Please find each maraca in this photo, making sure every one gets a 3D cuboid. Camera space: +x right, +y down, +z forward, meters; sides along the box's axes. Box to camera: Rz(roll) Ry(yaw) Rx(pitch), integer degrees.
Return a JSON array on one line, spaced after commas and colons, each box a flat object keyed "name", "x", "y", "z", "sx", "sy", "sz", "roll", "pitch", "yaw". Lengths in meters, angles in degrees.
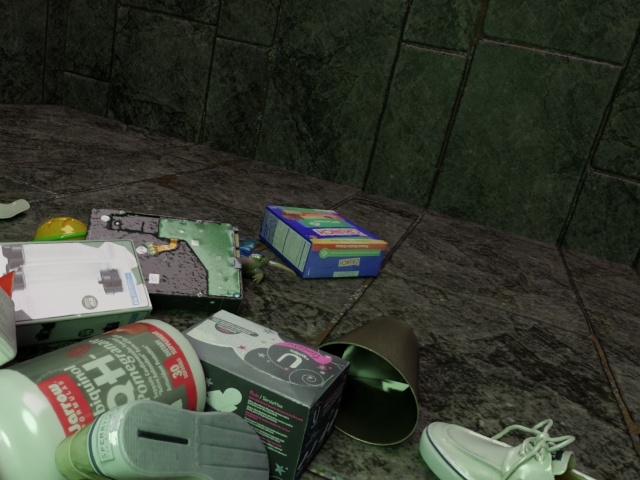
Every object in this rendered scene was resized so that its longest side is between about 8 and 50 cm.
[{"name": "maraca", "x": -0.623, "y": -0.004, "z": 1.266, "sx": 0.186, "sy": 0.099, "sz": 0.127, "roll": -7, "pitch": 0, "yaw": 37}]

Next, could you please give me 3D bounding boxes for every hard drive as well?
[{"name": "hard drive", "x": -0.350, "y": 0.045, "z": 1.197, "sx": 0.339, "sy": 0.064, "sz": 0.236, "roll": 5, "pitch": 47, "yaw": -19}]

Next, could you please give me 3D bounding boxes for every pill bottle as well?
[{"name": "pill bottle", "x": -0.307, "y": 0.220, "z": 0.646, "sx": 0.176, "sy": 0.176, "sz": 0.319, "roll": 22, "pitch": 20, "yaw": 26}]

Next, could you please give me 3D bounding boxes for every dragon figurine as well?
[{"name": "dragon figurine", "x": -0.205, "y": 0.047, "z": 1.411, "sx": 0.289, "sy": 0.085, "sz": 0.144, "roll": 2, "pitch": 21, "yaw": -27}]

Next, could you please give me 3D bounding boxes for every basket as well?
[{"name": "basket", "x": 0.097, "y": 0.229, "z": 0.962, "sx": 0.204, "sy": 0.154, "sz": 0.227, "roll": 33, "pitch": 17, "yaw": 11}]

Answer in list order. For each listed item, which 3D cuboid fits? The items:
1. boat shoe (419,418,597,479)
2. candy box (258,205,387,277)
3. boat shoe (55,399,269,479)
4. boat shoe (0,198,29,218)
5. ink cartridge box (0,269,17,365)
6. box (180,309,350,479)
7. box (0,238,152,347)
[{"name": "boat shoe", "x": 0.325, "y": 0.335, "z": 0.770, "sx": 0.367, "sy": 0.156, "sz": 0.136, "roll": 25, "pitch": 21, "yaw": 33}, {"name": "candy box", "x": 0.000, "y": 0.000, "z": 1.646, "sx": 0.268, "sy": 0.122, "sz": 0.317, "roll": 2, "pitch": 22, "yaw": -33}, {"name": "boat shoe", "x": -0.165, "y": 0.253, "z": 0.627, "sx": 0.094, "sy": 0.302, "sz": 0.109, "roll": -18, "pitch": 53, "yaw": 19}, {"name": "boat shoe", "x": -0.840, "y": -0.078, "z": 1.429, "sx": 0.046, "sy": 0.038, "sz": 0.125, "roll": 54, "pitch": 23, "yaw": -9}, {"name": "ink cartridge box", "x": -0.539, "y": 0.140, "z": 0.665, "sx": 0.296, "sy": 0.066, "sz": 0.261, "roll": -31, "pitch": 34, "yaw": -15}, {"name": "box", "x": -0.104, "y": 0.227, "z": 0.826, "sx": 0.247, "sy": 0.142, "sz": 0.163, "roll": 20, "pitch": 19, "yaw": 19}, {"name": "box", "x": -0.472, "y": 0.091, "z": 0.957, "sx": 0.290, "sy": 0.087, "sz": 0.169, "roll": -2, "pitch": 56, "yaw": -38}]
